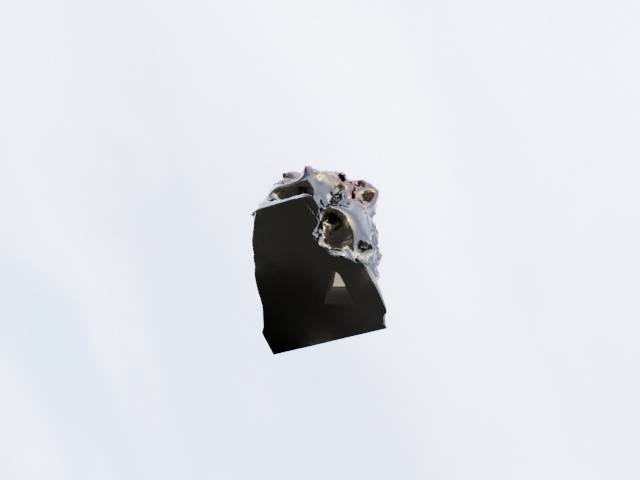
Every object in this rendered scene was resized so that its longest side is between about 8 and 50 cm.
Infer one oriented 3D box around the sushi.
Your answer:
[{"bbox_3d":[0.000,0.000,1.727,0.153,0.150,0.172,-15,-66,27],"label":"sushi"}]
